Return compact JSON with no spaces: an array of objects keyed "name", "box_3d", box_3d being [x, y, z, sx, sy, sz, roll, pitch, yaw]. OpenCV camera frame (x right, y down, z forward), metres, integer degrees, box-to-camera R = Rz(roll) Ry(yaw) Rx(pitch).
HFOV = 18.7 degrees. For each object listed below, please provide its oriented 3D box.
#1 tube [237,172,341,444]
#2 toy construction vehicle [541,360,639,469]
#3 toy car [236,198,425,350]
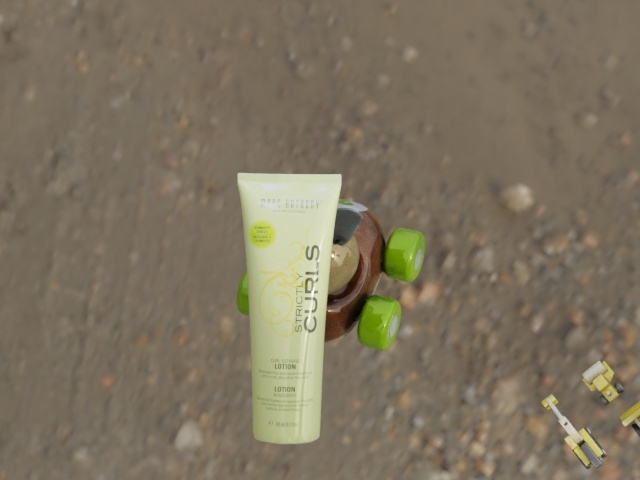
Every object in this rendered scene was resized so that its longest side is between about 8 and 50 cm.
[{"name":"tube","box_3d":[-0.031,0.059,1.729,0.070,0.062,0.240,-4,99,-39]},{"name":"toy construction vehicle","box_3d":[0.266,0.168,1.817,0.086,0.035,0.098,-37,78,9]},{"name":"toy car","box_3d":[0.000,0.000,1.827,0.155,0.188,0.149,13,64,17]}]
